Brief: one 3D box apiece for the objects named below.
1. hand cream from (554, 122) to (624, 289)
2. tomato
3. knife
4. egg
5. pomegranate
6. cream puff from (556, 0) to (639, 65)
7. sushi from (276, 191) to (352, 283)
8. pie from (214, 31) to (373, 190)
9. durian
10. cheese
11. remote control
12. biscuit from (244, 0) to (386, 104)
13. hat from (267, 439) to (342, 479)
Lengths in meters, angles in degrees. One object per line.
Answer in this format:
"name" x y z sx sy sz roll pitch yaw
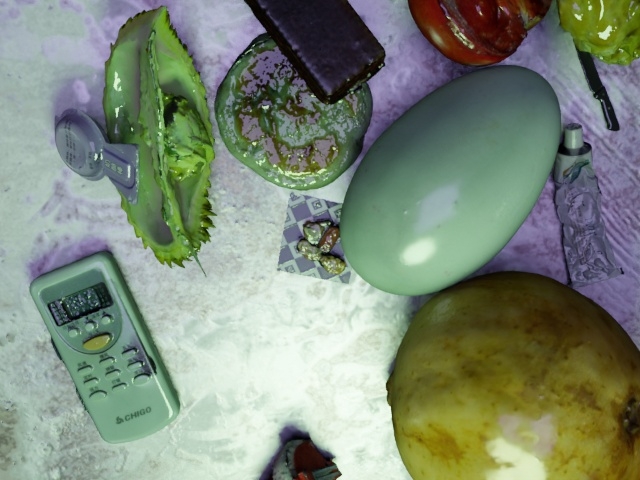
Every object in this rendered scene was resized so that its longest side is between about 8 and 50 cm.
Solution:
"hand cream" 0.396 -0.053 1.145 0.084 0.050 0.257 -16 108 4
"tomato" 0.199 -0.343 1.036 0.233 0.139 0.200 -43 106 -30
"knife" 0.409 -0.239 1.127 0.023 0.010 0.170 -26 99 -2
"egg" 0.182 -0.084 1.040 0.230 0.230 0.371 43 90 -9
"pomegranate" 0.253 0.231 1.060 0.409 0.410 0.411 0 101 -1
"cream puff" 0.400 -0.360 0.974 0.185 0.282 0.282 -6 103 23
"sushi" 0.000 0.000 1.155 0.120 0.026 0.126 11 101 -3
"pie" -0.040 -0.191 1.103 0.240 0.054 0.241 0 99 -3
"durian" -0.229 -0.132 1.050 0.157 0.169 0.356 -8 104 -3
"cheese" -0.321 -0.125 1.073 0.190 0.042 0.105 31 128 28
"remote control" -0.330 0.172 1.167 0.140 0.056 0.297 -21 100 4
"biscuit" -0.062 -0.363 1.028 0.107 0.073 0.388 -38 93 -4
"hat" -0.077 0.413 1.195 0.227 0.140 0.129 -34 90 18
